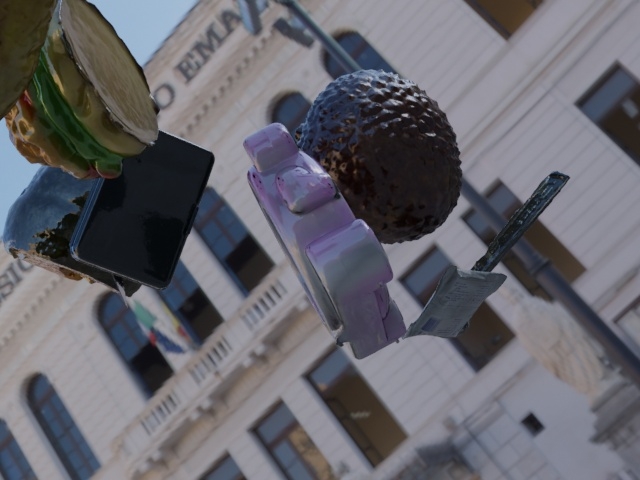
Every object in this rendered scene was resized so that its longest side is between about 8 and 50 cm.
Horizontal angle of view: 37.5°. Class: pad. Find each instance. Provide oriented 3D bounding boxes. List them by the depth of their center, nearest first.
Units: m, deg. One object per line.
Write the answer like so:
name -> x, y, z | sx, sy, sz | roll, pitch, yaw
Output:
pad -> -0.359, 0.029, 1.600 | 0.003, 0.112, 0.157 | -19, -54, -6

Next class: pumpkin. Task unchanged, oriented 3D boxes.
pumpkin -> -0.461, -0.034, 1.860 | 0.256, 0.303, 0.226 | 41, -116, -48

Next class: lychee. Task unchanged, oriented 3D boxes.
lychee -> 0.084, -0.115, 1.368 | 0.260, 0.261, 0.261 | -32, -25, -17

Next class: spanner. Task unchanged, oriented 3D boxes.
spanner -> 0.271, 0.023, 1.454 | 0.026, 0.093, 0.325 | 25, -71, -40

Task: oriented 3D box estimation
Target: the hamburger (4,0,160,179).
hamburger -> -0.311, -0.174, 1.159 | 0.148, 0.237, 0.237 | -28, -22, 10

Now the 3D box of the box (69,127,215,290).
box -> -0.265, -0.055, 1.415 | 0.050, 0.160, 0.230 | -18, 52, 70

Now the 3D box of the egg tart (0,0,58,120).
egg tart -> -0.423, -0.241, 0.874 | 0.388, 0.169, 0.388 | -32, -38, -30

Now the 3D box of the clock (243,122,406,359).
clock -> 0.000, 0.000, 1.077 | 0.090, 0.248, 0.227 | -29, -28, -5

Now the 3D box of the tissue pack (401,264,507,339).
tissue pack -> 0.191, 0.091, 1.331 | 0.123, 0.026, 0.193 | -57, -28, 14
